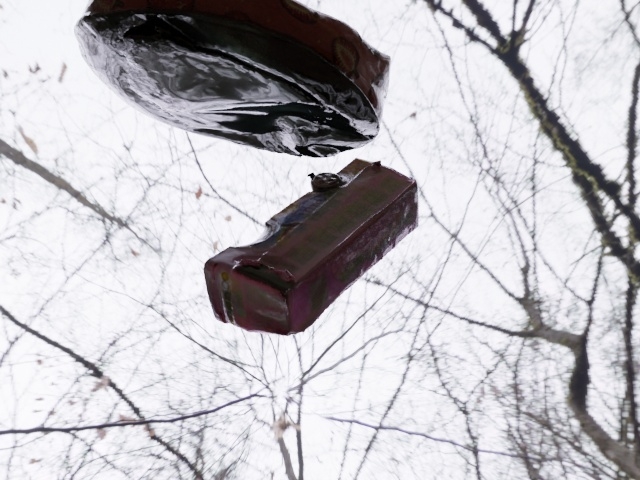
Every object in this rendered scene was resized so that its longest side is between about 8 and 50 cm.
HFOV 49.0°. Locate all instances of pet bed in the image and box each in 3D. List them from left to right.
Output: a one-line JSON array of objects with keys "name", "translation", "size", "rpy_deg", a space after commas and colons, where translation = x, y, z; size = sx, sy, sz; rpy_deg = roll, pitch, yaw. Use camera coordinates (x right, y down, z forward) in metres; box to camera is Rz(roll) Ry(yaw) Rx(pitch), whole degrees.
[{"name": "pet bed", "translation": [-0.053, -0.101, 0.434], "size": [0.201, 0.201, 0.054], "rpy_deg": [14, -101, 0]}]

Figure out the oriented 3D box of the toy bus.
[{"name": "toy bus", "translation": [0.000, 0.001, 0.789], "size": [0.112, 0.090, 0.274], "rpy_deg": [19, -139, 34]}]
